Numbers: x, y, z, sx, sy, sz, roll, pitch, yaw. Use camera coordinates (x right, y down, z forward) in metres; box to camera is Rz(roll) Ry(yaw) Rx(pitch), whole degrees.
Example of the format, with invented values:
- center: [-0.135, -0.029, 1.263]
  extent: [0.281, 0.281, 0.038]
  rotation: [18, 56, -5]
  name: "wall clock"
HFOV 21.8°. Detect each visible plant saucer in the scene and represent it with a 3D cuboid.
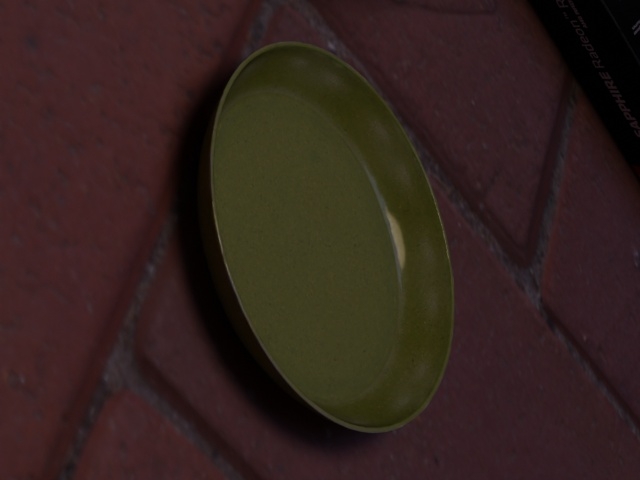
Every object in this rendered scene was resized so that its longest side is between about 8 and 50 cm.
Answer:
- center: [0.000, 0.000, 1.002]
  extent: [0.241, 0.037, 0.241]
  rotation: [27, 55, -46]
  name: "plant saucer"

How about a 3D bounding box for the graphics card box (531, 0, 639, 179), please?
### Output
- center: [0.287, -0.242, 1.396]
  extent: [0.233, 0.094, 0.371]
  rotation: [-48, 119, -20]
  name: "graphics card box"
